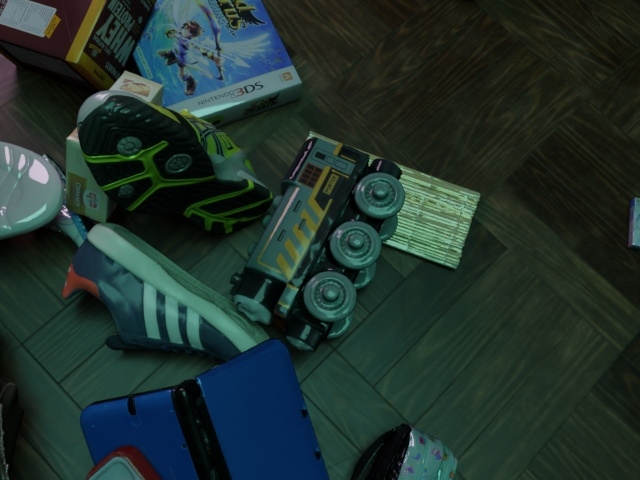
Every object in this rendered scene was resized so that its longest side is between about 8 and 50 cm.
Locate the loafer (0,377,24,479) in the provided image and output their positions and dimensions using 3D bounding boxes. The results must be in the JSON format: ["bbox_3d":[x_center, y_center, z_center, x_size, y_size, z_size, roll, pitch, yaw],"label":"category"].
[{"bbox_3d":[-0.448,0.241,1.029,0.130,0.134,0.365,3,54,-45],"label":"loafer"}]

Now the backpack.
[{"bbox_3d":[0.113,0.356,1.097,0.115,0.152,0.182,32,66,-13],"label":"backpack"}]

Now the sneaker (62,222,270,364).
[{"bbox_3d":[-0.221,0.126,1.145,0.350,0.131,0.148,36,92,0],"label":"sneaker"}]

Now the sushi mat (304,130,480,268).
[{"bbox_3d":[0.101,-0.070,1.297,0.317,0.019,0.151,20,71,0],"label":"sushi mat"}]

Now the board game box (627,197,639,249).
[{"bbox_3d":[0.580,-0.022,1.341,0.090,0.020,0.090,13,69,-3],"label":"board game box"}]

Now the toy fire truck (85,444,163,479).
[{"bbox_3d":[-0.238,0.443,0.956,0.254,0.169,0.302,-42,81,4],"label":"toy fire truck"}]

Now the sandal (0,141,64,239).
[{"bbox_3d":[-0.574,-0.058,1.166,0.417,0.102,0.169,-2,65,7],"label":"sandal"}]

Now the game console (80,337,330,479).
[{"bbox_3d":[-0.147,0.314,1.073,0.250,0.173,0.293,-14,97,19],"label":"game console"}]

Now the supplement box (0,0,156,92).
[{"bbox_3d":[-0.401,-0.363,1.236,0.194,0.129,0.191,20,82,13],"label":"supplement box"}]

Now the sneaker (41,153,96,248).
[{"bbox_3d":[-0.407,-0.037,1.203,0.083,0.071,0.190,-34,75,-3],"label":"sneaker"}]

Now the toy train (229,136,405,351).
[{"bbox_3d":[0.000,0.000,1.187,0.190,0.142,0.333,24,71,9],"label":"toy train"}]

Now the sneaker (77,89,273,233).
[{"bbox_3d":[-0.217,-0.122,1.114,0.145,0.385,0.147,-34,65,11],"label":"sneaker"}]

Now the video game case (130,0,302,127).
[{"bbox_3d":[-0.196,-0.327,1.326,0.244,0.061,0.269,-22,75,-15],"label":"video game case"}]

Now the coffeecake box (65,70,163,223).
[{"bbox_3d":[-0.310,-0.142,1.170,0.068,0.142,0.185,21,45,0],"label":"coffeecake box"}]
